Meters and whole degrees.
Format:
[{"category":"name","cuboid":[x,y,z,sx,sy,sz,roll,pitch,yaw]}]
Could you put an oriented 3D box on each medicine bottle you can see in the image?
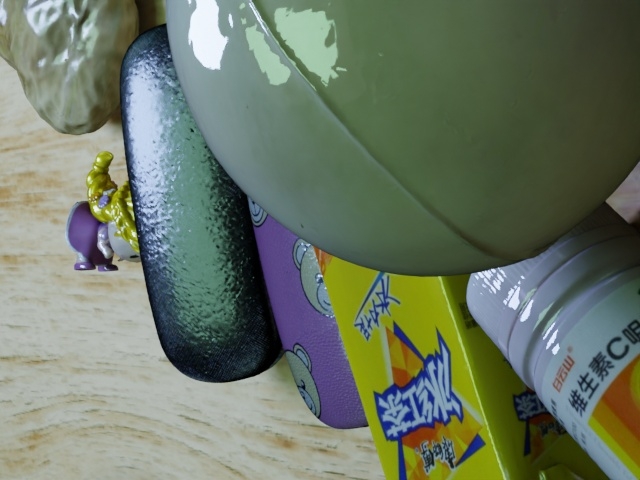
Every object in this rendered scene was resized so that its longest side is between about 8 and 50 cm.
[{"category":"medicine bottle","cuboid":[0.216,0.089,1.282,0.250,0.133,0.133,51,137,36]}]

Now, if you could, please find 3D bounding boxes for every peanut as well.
[{"category":"peanut","cuboid":[-0.263,-0.220,1.901,0.233,0.110,0.197,51,140,35]}]

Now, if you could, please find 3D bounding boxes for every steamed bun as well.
[{"category":"steamed bun","cuboid":[0.067,-0.147,1.224,0.374,0.334,0.334,-74,-6,-63]}]

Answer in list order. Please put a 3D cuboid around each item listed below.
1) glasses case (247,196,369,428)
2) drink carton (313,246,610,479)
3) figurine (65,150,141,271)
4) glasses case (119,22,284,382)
[{"category":"glasses case","cuboid":[0.000,0.000,1.614,0.123,0.076,0.316,-15,87,55]},{"category":"drink carton","cuboid":[0.096,0.059,1.462,0.154,0.111,0.351,-30,75,55]},{"category":"figurine","cuboid":[-0.161,-0.031,1.826,0.156,0.095,0.115,-5,92,36]},{"category":"glasses case","cuboid":[-0.101,-0.035,1.722,0.122,0.082,0.321,-7,93,29]}]
